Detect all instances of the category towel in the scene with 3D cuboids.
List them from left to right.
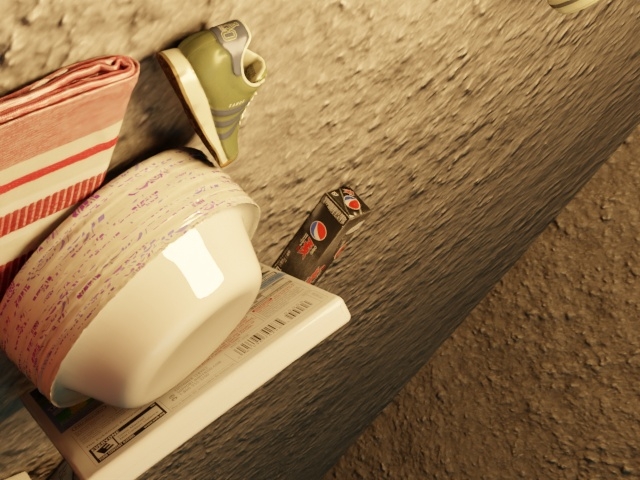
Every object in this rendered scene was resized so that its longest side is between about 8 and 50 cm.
[{"bbox_3d":[-0.287,-0.010,0.891,0.237,0.037,0.329,-30,162,-39],"label":"towel"}]

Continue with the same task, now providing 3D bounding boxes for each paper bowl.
[{"bbox_3d":[-0.171,0.055,1.051,0.284,0.148,0.284,-44,169,-11],"label":"paper bowl"}]

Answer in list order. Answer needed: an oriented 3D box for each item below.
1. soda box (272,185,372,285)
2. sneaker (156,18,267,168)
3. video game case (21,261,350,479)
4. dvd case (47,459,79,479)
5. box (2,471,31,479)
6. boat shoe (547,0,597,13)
[{"bbox_3d":[0.000,0.000,1.507,0.060,0.053,0.169,-20,154,-50],"label":"soda box"},{"bbox_3d":[-0.083,-0.135,0.963,0.086,0.064,0.192,-34,159,-6],"label":"sneaker"},{"bbox_3d":[-0.166,0.138,1.205,0.329,0.036,0.300,-36,-156,-18],"label":"video game case"},{"bbox_3d":[-0.421,0.449,1.556,0.022,0.180,0.253,28,118,-26],"label":"dvd case"},{"bbox_3d":[-0.441,0.402,1.468,0.102,0.101,0.087,-48,162,27],"label":"box"},{"bbox_3d":[0.360,-0.409,1.115,0.187,0.156,0.500,-41,176,-18],"label":"boat shoe"}]
